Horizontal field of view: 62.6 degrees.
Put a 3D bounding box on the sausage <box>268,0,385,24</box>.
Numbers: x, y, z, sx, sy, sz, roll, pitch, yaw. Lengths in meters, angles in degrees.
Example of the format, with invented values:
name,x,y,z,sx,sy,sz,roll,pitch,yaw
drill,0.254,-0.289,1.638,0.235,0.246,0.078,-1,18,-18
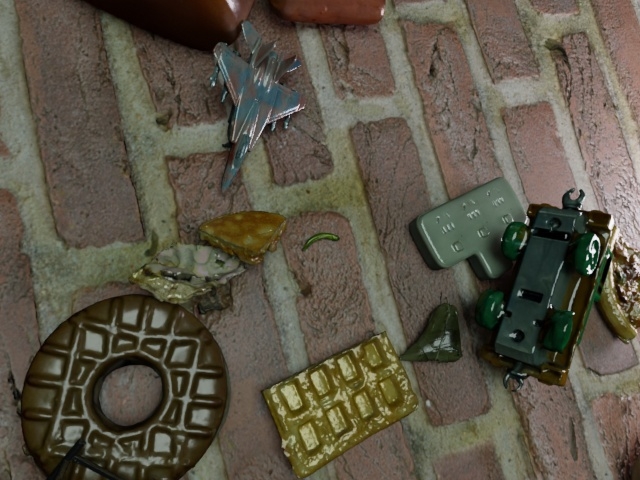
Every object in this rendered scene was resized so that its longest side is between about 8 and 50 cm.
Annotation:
name,x,y,z,sx,sy,sz,roll,pitch,yaw
sausage,0.008,-0.531,1.146,0.259,0.113,0.114,-5,78,-19

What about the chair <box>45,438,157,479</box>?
name,x,y,z,sx,sy,sz,roll,pitch,yaw
chair,-0.369,0.433,0.729,0.154,0.141,0.260,38,96,-16

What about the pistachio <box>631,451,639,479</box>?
name,x,y,z,sx,sy,sz,roll,pitch,yaw
pistachio,0.730,0.499,1.106,0.152,0.126,0.223,46,59,-38

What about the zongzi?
name,x,y,z,sx,sy,sz,roll,pitch,yaw
zongzi,0.217,0.169,1.072,0.130,0.062,0.154,1,70,-4

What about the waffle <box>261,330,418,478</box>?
name,x,y,z,sx,sy,sz,roll,pitch,yaw
waffle,0.037,0.298,0.981,0.274,0.057,0.168,-23,85,-20

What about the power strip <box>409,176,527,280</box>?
name,x,y,z,sx,sy,sz,roll,pitch,yaw
power strip,0.341,-0.010,1.145,0.264,0.059,0.194,-26,85,-21

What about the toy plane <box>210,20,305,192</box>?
name,x,y,z,sx,sy,sz,roll,pitch,yaw
toy plane,-0.143,-0.247,1.029,0.222,0.104,0.327,24,87,-38

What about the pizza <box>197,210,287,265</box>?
name,x,y,z,sx,sy,sz,roll,pitch,yaw
pizza,-0.141,-0.004,0.986,0.174,0.046,0.134,-1,41,-13

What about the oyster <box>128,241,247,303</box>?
name,x,y,z,sx,sy,sz,roll,pitch,yaw
oyster,-0.219,0.060,0.922,0.132,0.209,0.072,27,110,8

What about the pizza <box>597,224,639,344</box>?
name,x,y,z,sx,sy,sz,roll,pitch,yaw
pizza,0.726,0.096,1.233,0.197,0.058,0.293,6,75,-16

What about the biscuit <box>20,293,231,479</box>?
name,x,y,z,sx,sy,sz,roll,pitch,yaw
biscuit,-0.309,0.251,0.866,0.331,0.103,0.332,4,75,-16

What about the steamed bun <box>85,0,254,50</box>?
name,x,y,z,sx,sy,sz,roll,pitch,yaw
steamed bun,-0.297,-0.544,0.984,0.379,0.248,0.235,21,71,-10

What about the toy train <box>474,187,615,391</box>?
name,x,y,z,sx,sy,sz,roll,pitch,yaw
toy train,0.472,0.107,1.079,0.249,0.178,0.430,28,81,-45

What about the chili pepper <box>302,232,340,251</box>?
name,x,y,z,sx,sy,sz,roll,pitch,yaw
chili pepper,0.000,0.000,1.063,0.083,0.017,0.030,-11,82,-19
